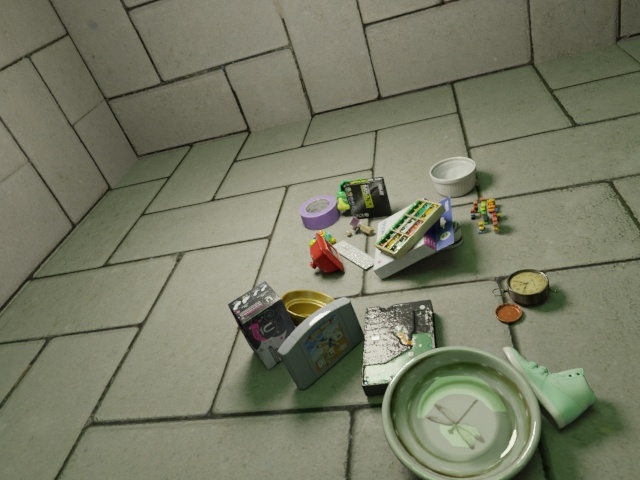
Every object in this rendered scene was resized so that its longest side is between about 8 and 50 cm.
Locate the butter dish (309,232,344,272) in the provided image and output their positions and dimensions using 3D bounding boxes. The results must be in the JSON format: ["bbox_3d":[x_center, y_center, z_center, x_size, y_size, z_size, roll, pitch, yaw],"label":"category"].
[{"bbox_3d":[0.007,0.074,2.086,0.118,0.160,0.160,-40,30,12],"label":"butter dish"}]

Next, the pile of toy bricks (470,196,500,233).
[{"bbox_3d":[0.669,-0.124,2.030,0.118,0.105,0.212,-6,36,20],"label":"pile of toy bricks"}]

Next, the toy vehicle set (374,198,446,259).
[{"bbox_3d":[0.343,-0.048,1.923,0.267,0.035,0.166,-46,24,-8],"label":"toy vehicle set"}]

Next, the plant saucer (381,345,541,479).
[{"bbox_3d":[0.368,0.471,1.320,0.400,0.100,0.400,-11,41,10],"label":"plant saucer"}]

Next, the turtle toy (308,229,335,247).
[{"bbox_3d":[0.000,0.000,2.242,0.095,0.066,0.130,14,46,41],"label":"turtle toy"}]

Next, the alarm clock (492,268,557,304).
[{"bbox_3d":[0.671,0.160,1.659,0.192,0.064,0.129,-10,35,11],"label":"alarm clock"}]

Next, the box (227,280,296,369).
[{"bbox_3d":[-0.189,0.301,1.746,0.163,0.247,0.142,-32,35,-16],"label":"box"}]

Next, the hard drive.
[{"bbox_3d":[0.259,0.342,1.618,0.237,0.064,0.339,-11,34,15],"label":"hard drive"}]

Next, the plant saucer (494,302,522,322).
[{"bbox_3d":[0.613,0.238,1.624,0.083,0.013,0.083,-13,34,9],"label":"plant saucer"}]

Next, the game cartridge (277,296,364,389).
[{"bbox_3d":[0.007,0.331,1.645,0.297,0.198,0.062,-37,37,-22],"label":"game cartridge"}]

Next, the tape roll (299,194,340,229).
[{"bbox_3d":[-0.003,-0.138,2.431,0.189,0.080,0.189,-15,33,10],"label":"tape roll"}]

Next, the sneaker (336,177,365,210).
[{"bbox_3d":[0.164,-0.251,2.450,0.109,0.123,0.295,-3,27,28],"label":"sneaker"}]

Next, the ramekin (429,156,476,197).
[{"bbox_3d":[0.614,-0.287,2.290,0.207,0.109,0.207,-13,34,9],"label":"ramekin"}]

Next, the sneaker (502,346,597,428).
[{"bbox_3d":[0.622,0.369,1.355,0.151,0.094,0.256,-29,44,-3],"label":"sneaker"}]

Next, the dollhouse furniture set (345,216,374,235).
[{"bbox_3d":[0.190,-0.042,2.255,0.114,0.091,0.081,31,13,24],"label":"dollhouse furniture set"}]

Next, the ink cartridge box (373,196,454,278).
[{"bbox_3d":[0.366,-0.033,1.988,0.330,0.071,0.324,-32,25,29],"label":"ink cartridge box"}]

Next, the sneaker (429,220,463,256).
[{"bbox_3d":[0.447,-0.003,1.986,0.235,0.095,0.090,-22,35,2],"label":"sneaker"}]

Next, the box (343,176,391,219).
[{"bbox_3d":[0.219,-0.192,2.290,0.184,0.191,0.045,-4,34,22],"label":"box"}]

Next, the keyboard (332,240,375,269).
[{"bbox_3d":[0.142,0.059,2.131,0.072,0.014,0.256,-33,36,-19],"label":"keyboard"}]

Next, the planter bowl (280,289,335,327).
[{"bbox_3d":[-0.045,0.269,1.829,0.217,0.090,0.217,7,20,-3],"label":"planter bowl"}]
